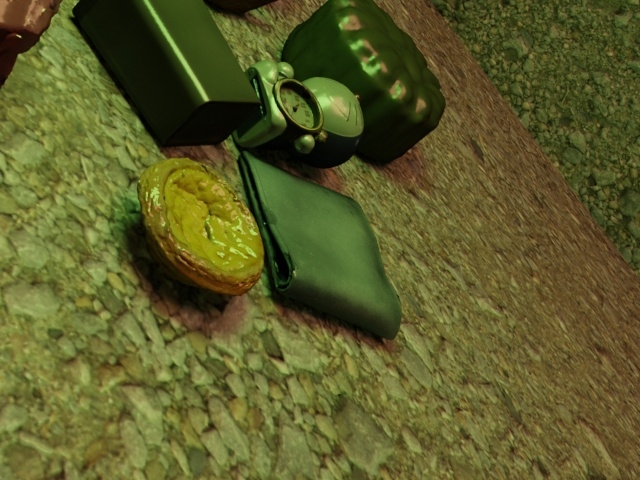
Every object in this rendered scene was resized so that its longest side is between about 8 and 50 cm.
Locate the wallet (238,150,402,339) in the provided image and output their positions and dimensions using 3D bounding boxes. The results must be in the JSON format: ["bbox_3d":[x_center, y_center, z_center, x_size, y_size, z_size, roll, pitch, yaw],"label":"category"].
[{"bbox_3d":[0.001,-0.001,1.137,0.251,0.054,0.291,25,35,-42],"label":"wallet"}]

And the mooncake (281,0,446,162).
[{"bbox_3d":[0.102,-0.344,1.565,0.356,0.194,0.356,35,31,-25],"label":"mooncake"}]

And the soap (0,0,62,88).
[{"bbox_3d":[-0.361,-0.299,0.831,0.112,0.182,0.289,26,69,-41],"label":"soap"}]

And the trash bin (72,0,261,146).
[{"bbox_3d":[-0.214,-0.262,1.073,0.241,0.122,0.164,58,29,10],"label":"trash bin"}]

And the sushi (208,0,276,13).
[{"bbox_3d":[-0.179,-0.519,1.415,0.287,0.140,0.149,34,25,-27],"label":"sushi"}]

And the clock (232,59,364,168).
[{"bbox_3d":[-0.032,-0.208,1.248,0.243,0.146,0.200,6,55,-48],"label":"clock"}]

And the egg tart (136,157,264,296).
[{"bbox_3d":[-0.150,-0.008,0.897,0.191,0.074,0.191,37,31,-26],"label":"egg tart"}]
